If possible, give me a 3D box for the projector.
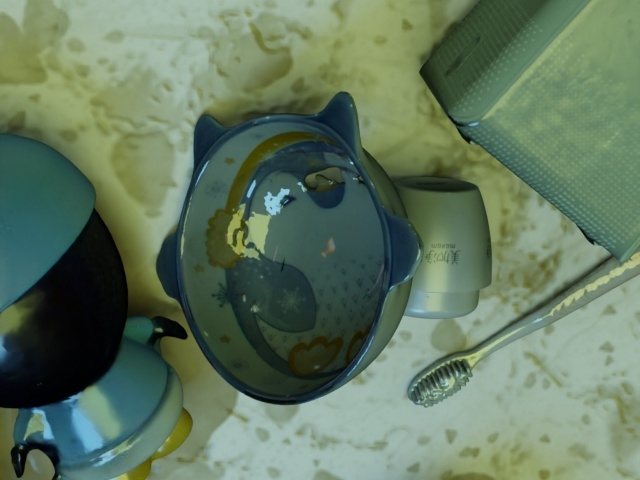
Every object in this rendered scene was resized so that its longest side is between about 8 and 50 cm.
[{"bbox_3d":[0.213,-0.135,1.245,0.177,0.163,0.242,38,104,-20],"label":"projector"}]

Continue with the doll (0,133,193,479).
[{"bbox_3d":[-0.207,0.047,1.253,0.177,0.141,0.314,-43,121,-19],"label":"doll"}]

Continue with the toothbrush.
[{"bbox_3d":[0.199,0.043,1.376,0.307,0.029,0.025,-32,108,3],"label":"toothbrush"}]

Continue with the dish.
[{"bbox_3d":[0.000,0.000,1.266,0.086,0.236,0.228,-1,111,-48],"label":"dish"}]

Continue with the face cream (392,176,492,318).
[{"bbox_3d":[0.081,0.005,1.311,0.091,0.091,0.095,1,103,-10],"label":"face cream"}]
